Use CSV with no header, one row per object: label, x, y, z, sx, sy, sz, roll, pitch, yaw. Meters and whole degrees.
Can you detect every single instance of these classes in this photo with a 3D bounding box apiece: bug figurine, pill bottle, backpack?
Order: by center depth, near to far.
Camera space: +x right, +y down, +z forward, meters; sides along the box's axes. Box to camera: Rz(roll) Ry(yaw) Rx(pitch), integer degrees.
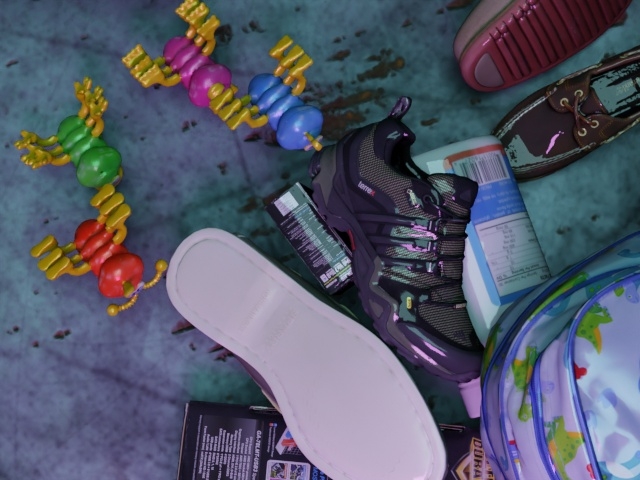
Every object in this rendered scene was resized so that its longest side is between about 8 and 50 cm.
backpack,0.294,0.107,1.195,0.356,0.273,0.290,-11,93,5
bug figurine,-0.128,-0.079,1.340,0.279,0.072,0.216,-39,53,3
pill bottle,0.131,0.033,1.353,0.124,0.124,0.221,-18,85,-4

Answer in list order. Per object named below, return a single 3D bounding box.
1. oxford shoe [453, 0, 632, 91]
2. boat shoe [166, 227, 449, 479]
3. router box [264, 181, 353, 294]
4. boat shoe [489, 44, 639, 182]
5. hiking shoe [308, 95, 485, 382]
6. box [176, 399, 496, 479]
oxford shoe,0.231,-0.278,1.414,0.348,0.123,0.130,-44,61,-5
boat shoe,0.000,0.102,1.304,0.305,0.091,0.109,42,96,26
router box,0.000,0.000,1.352,0.038,0.122,0.092,-38,85,3
boat shoe,0.238,-0.119,1.400,0.207,0.073,0.073,-31,87,-4
hiking shoe,0.081,0.001,1.257,0.114,0.086,0.227,-36,77,28
box,0.019,0.288,1.303,0.293,0.073,0.295,5,64,-2
